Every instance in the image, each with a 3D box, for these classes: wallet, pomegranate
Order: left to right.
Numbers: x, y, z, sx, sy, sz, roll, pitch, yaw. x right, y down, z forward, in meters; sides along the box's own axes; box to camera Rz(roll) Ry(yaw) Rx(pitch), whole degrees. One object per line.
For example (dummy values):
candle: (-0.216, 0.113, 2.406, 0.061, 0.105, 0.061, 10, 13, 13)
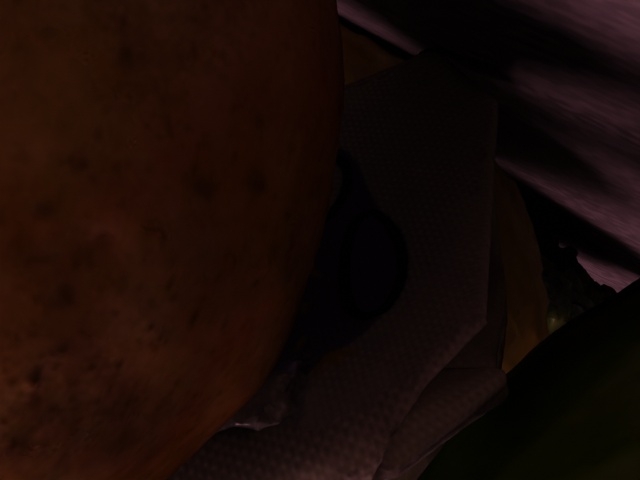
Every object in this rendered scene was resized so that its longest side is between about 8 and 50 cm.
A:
pomegranate: (-0.133, -0.044, 0.476, 0.281, 0.281, 0.281, 31, 178, 1)
wallet: (-0.080, 0.037, 0.649, 0.275, 0.335, 0.068, -104, -10, -58)

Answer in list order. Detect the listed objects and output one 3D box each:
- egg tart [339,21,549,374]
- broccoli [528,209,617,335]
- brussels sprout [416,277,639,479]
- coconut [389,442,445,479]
egg tart: (-0.017, 0.024, 0.894, 0.319, 0.319, 0.128, 30, -148, 16)
broccoli: (0.041, 0.075, 1.071, 0.248, 0.245, 0.288, 31, 176, -26)
brussels sprout: (0.153, 0.146, 0.610, 0.281, 0.289, 0.355, 3, -154, 16)
coconut: (-0.009, 0.089, 0.743, 0.161, 0.162, 0.161, 37, 162, 14)
